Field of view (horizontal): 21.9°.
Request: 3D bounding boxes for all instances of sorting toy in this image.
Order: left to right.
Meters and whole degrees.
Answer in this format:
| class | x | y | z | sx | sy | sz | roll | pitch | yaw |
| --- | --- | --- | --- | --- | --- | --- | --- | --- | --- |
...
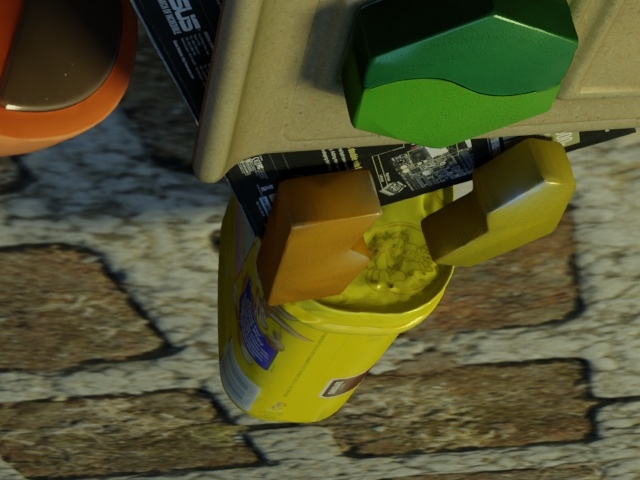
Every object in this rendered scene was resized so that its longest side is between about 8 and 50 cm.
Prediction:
| class | x | y | z | sx | sy | sz | roll | pitch | yaw |
| --- | --- | --- | --- | --- | --- | --- | --- | --- | --- |
| sorting toy | 0.078 | -0.057 | 0.483 | 0.229 | 0.041 | 0.307 | -9 | 154 | -15 |

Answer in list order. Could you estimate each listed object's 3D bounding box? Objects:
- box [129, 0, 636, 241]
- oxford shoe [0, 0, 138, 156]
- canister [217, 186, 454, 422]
| class | x | y | z | sx | sy | sz | roll | pitch | yaw |
| --- | --- | --- | --- | --- | --- | --- | --- | --- | --- |
| box | 0.022 | -0.086 | 0.536 | 0.147 | 0.077 | 0.180 | -16 | 155 | 4 |
| oxford shoe | -0.238 | -0.089 | 0.496 | 0.363 | 0.130 | 0.132 | 20 | 157 | -37 |
| canister | 0.000 | 0.000 | 0.711 | 0.073 | 0.126 | 0.170 | 3 | 158 | -11 |
